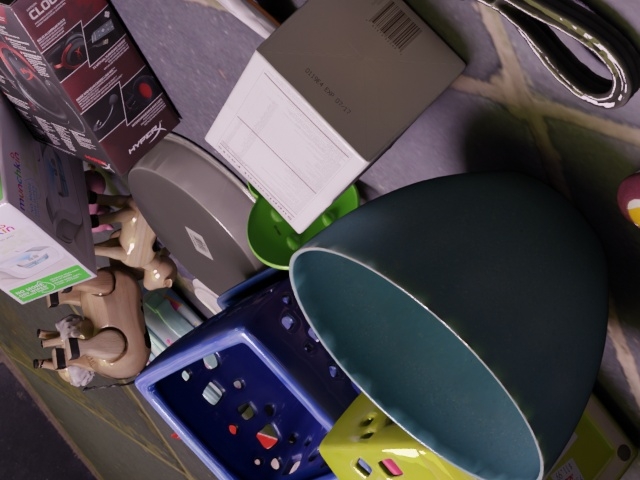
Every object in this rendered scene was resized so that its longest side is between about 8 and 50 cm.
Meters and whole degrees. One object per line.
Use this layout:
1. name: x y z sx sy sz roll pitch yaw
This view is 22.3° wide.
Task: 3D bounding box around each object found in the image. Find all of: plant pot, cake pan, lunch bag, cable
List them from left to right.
1. lunch bag: -0.228 0.181 2.570 0.279 0.108 0.224 43 161 4
2. cake pan: -0.141 -0.014 2.096 0.293 0.054 0.293 38 159 18
3. plant pot: -0.036 0.155 1.922 0.236 0.212 0.236 49 136 -12
4. plant pot: 0.143 0.051 1.443 0.290 0.195 0.290 39 160 17
5. cable: 0.126 -0.210 1.220 0.287 0.072 0.139 27 139 14
6. plant pot: 0.176 0.218 1.683 0.227 0.228 0.207 51 154 -13

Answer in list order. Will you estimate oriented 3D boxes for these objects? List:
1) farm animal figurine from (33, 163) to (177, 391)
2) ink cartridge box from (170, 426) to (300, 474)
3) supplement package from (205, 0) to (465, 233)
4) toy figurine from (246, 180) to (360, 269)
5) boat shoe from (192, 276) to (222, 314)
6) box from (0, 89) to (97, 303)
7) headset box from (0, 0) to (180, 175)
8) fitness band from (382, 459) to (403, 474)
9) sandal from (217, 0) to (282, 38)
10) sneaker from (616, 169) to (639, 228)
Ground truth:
1. farm animal figurine: -0.298 0.056 2.358 0.330 0.172 0.327 177 92 -64
2. ink cartridge box: -0.092 0.351 2.530 0.261 0.066 0.296 17 164 -11
3. supplement package: 0.006 -0.124 1.467 0.139 0.134 0.244 46 160 -1
4. toy figurine: 0.000 0.000 1.789 0.173 0.130 0.159 58 -178 39
5. boat shoe: -0.090 0.135 2.235 0.267 0.088 0.096 38 159 20
6. box: -0.414 -0.087 2.120 0.231 0.126 0.262 50 -156 -56
7. headset box: -0.327 -0.238 1.942 0.218 0.110 0.293 22 150 49
8. fitness band: 0.121 0.257 2.117 0.291 0.054 0.209 47 158 -6
9. sandal: -0.110 -0.279 1.502 0.265 0.076 0.102 34 -175 -37
10. sneaker: 0.283 -0.001 1.227 0.185 0.084 0.069 20 148 50
